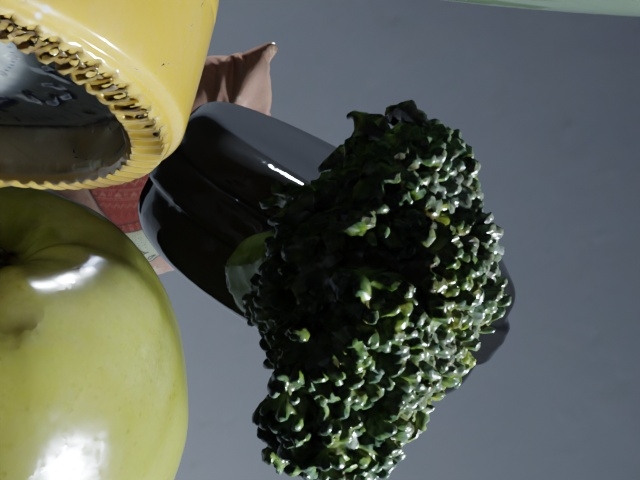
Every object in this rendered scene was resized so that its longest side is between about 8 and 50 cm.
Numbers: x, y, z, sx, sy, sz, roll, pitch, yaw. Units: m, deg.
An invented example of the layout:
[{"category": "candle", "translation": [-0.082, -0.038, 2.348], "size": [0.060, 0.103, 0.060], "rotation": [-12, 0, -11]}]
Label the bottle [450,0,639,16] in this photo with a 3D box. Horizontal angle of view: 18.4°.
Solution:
[{"category": "bottle", "translation": [0.107, -0.141, 0.579], "size": [0.347, 0.168, 0.168], "rotation": [12, 58, 21]}]

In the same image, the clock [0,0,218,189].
[{"category": "clock", "translation": [-0.173, -0.118, 0.779], "size": [0.244, 0.317, 0.200], "rotation": [19, 76, -30]}]

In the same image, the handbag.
[{"category": "handbag", "translation": [-0.001, 0.001, 1.243], "size": [0.254, 0.308, 0.093], "rotation": [28, 98, -3]}]

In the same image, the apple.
[{"category": "apple", "translation": [-0.203, 0.088, 1.118], "size": [0.262, 0.262, 0.262], "rotation": [8, 64, -17]}]

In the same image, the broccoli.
[{"category": "broccoli", "translation": [0.009, 0.017, 0.584], "size": [0.095, 0.092, 0.097], "rotation": [-27, 103, -34]}]

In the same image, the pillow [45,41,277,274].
[{"category": "pillow", "translation": [-0.142, -0.064, 1.752], "size": [0.236, 0.223, 0.084], "rotation": [-9, 27, -2]}]
